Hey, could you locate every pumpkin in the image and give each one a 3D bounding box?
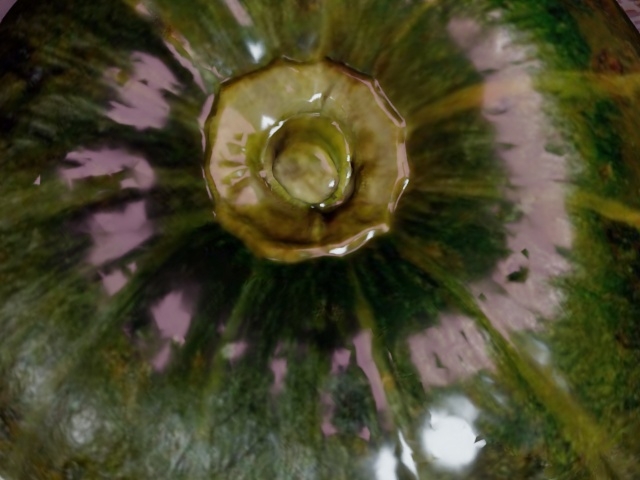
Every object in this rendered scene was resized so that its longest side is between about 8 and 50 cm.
[{"bbox_3d":[0.000,0.001,0.563,0.260,0.189,0.260,-2,75,8],"label":"pumpkin"}]
